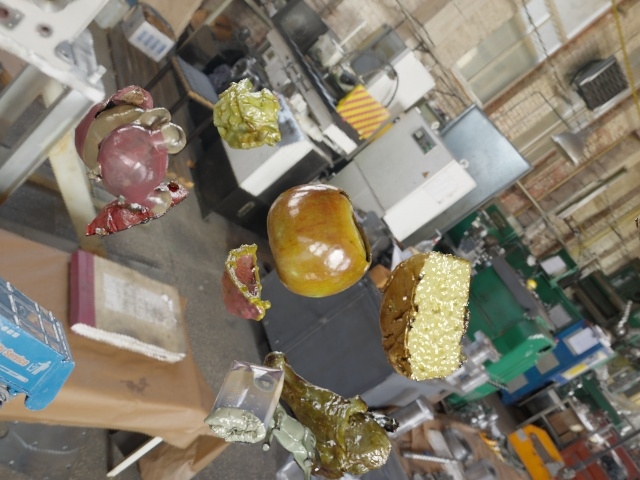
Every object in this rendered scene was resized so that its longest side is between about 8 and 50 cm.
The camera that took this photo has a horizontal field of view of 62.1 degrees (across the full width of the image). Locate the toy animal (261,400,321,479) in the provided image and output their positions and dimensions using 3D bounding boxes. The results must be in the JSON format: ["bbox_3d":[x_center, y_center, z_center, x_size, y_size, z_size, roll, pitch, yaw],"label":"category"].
[{"bbox_3d":[-0.068,0.387,1.111,0.217,0.073,0.176,52,15,-11],"label":"toy animal"}]

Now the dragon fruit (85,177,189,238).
[{"bbox_3d":[-0.545,-0.115,1.637,0.343,0.282,0.100,-34,116,-35],"label":"dragon fruit"}]

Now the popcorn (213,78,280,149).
[{"bbox_3d":[-0.191,-0.332,1.443,0.185,0.187,0.167,81,26,-51],"label":"popcorn"}]

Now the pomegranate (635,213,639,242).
[{"bbox_3d":[0.815,-0.029,1.182,0.215,0.215,0.215,45,18,-19],"label":"pomegranate"}]

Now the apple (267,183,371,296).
[{"bbox_3d":[0.000,0.000,1.100,0.237,0.207,0.237,167,-90,-87],"label":"apple"}]

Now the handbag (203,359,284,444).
[{"bbox_3d":[-0.145,0.318,1.034,0.117,0.095,0.173,10,28,7],"label":"handbag"}]

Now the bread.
[{"bbox_3d":[0.208,0.148,1.106,0.160,0.261,0.147,1,2,-29],"label":"bread"}]

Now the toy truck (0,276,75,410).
[{"bbox_3d":[-0.568,0.154,0.859,0.146,0.175,0.367,45,-11,39],"label":"toy truck"}]

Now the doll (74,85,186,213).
[{"bbox_3d":[-0.345,-0.170,0.962,0.256,0.196,0.152,38,-5,42],"label":"doll"}]

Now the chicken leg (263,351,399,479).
[{"bbox_3d":[-0.008,0.436,1.265,0.361,0.211,0.140,25,-25,13],"label":"chicken leg"}]

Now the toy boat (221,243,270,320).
[{"bbox_3d":[-0.173,0.098,1.223,0.141,0.099,0.318,60,1,-25],"label":"toy boat"}]
